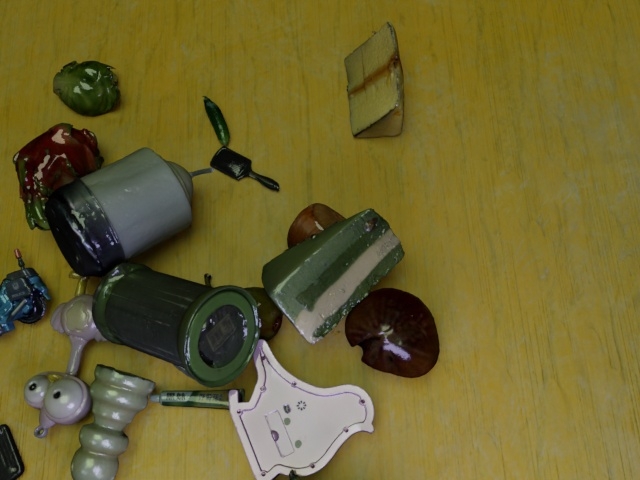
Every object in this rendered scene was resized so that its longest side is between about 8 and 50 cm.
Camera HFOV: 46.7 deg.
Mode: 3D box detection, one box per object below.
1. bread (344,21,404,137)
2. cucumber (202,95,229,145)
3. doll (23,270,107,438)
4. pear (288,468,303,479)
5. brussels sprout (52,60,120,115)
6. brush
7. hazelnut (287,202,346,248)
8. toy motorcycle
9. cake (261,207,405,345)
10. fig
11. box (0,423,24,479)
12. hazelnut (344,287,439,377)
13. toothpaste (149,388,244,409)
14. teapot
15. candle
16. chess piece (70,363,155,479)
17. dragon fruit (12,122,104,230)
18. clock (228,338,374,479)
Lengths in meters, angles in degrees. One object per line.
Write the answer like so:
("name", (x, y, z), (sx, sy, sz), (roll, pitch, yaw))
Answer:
("bread", (0.125, -0.383, 1.738), (0.135, 0.178, 0.240), (-4, 71, 3))
("cucumber", (-0.256, -0.301, 1.824), (0.037, 0.037, 0.155), (-24, 69, -3))
("doll", (-0.541, 0.250, 1.614), (0.160, 0.094, 0.365), (11, 70, 14))
("pear", (0.016, 0.588, 1.331), (0.287, 0.287, 0.375), (-25, 59, -4))
("brussels sprout", (-0.592, -0.387, 1.869), (0.181, 0.100, 0.139), (7, 89, -2))
("brush", (-0.176, -0.166, 1.773), (0.193, 0.016, 0.063), (28, 75, 16))
("hazelnut", (0.000, 0.000, 1.628), (0.150, 0.150, 0.150), (-2, 69, 6))
("toy motorcycle", (-0.754, 0.133, 1.678), (0.272, 0.123, 0.182), (-20, 90, 0))
("cake", (0.028, 0.076, 1.500), (0.284, 0.172, 0.158), (-31, 111, 18))
("fig", (-0.185, 0.132, 1.615), (0.236, 0.124, 0.124), (31, 75, 28))
("box", (-0.705, 0.474, 1.581), (0.126, 0.027, 0.125), (-30, 69, -5))
("hazelnut", (0.153, 0.191, 1.518), (0.178, 0.178, 0.204), (-37, 79, -8))
("toothpaste", (-0.263, 0.338, 1.581), (0.204, 0.031, 0.049), (1, 71, 4))
("teapot", (-0.303, 0.180, 1.534), (0.337, 0.270, 0.200), (12, 44, 37))
("candle", (-0.417, -0.076, 1.645), (0.342, 0.221, 0.221), (-31, 68, -25))
("chess piece", (-0.444, 0.390, 1.535), (0.133, 0.133, 0.243), (15, 78, 12))
("dragon fruit", (-0.605, -0.149, 1.741), (0.200, 0.198, 0.269), (-9, 67, -25))
("clock", (-0.049, 0.333, 1.525), (0.275, 0.080, 0.290), (-27, 73, -5))
